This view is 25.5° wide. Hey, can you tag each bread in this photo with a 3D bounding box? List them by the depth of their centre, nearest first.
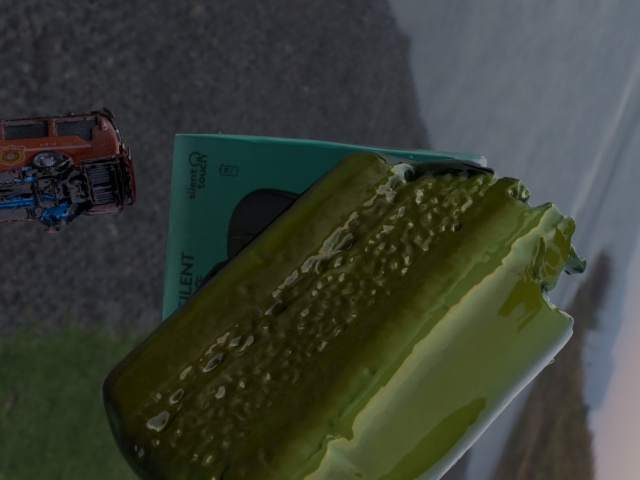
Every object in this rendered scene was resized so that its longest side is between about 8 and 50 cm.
[{"bbox_3d":[0.016,0.107,1.123,0.376,0.251,0.208,-42,142,-21],"label":"bread"}]

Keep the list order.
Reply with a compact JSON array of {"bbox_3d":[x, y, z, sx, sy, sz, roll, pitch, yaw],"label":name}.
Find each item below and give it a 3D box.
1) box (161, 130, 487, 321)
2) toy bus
[{"bbox_3d":[0.000,0.000,1.422,0.118,0.311,0.205,-2,98,-70],"label":"box"},{"bbox_3d":[-0.271,-0.057,1.152,0.096,0.235,0.073,-105,-168,-44],"label":"toy bus"}]
